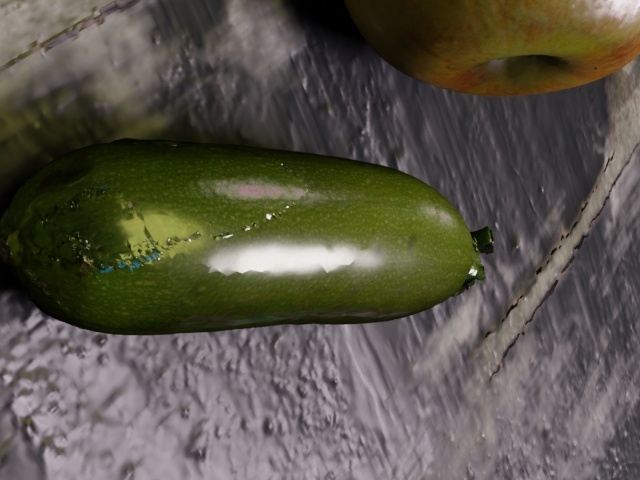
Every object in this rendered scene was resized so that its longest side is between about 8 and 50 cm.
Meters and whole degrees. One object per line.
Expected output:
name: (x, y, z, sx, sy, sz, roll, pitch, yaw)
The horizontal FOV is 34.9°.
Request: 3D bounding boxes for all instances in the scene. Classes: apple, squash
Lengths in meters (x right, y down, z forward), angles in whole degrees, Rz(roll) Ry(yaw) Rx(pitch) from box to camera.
apple: (0.093, -0.161, 0.532, 0.182, 0.182, 0.155, 9, 73, -50)
squash: (0.000, 0.001, 0.481, 0.331, 0.087, 0.087, 5, 85, -52)
